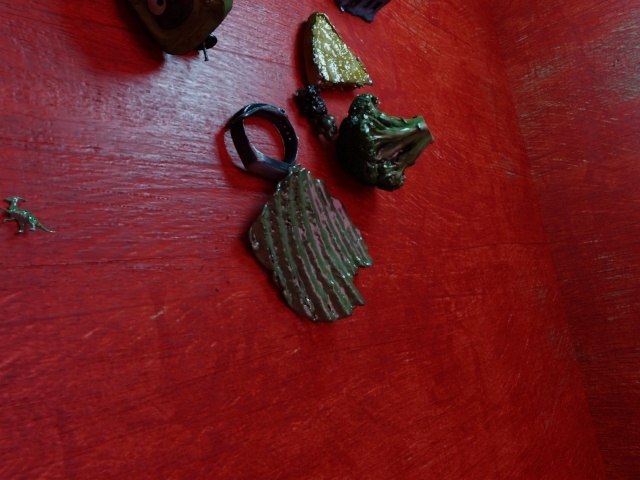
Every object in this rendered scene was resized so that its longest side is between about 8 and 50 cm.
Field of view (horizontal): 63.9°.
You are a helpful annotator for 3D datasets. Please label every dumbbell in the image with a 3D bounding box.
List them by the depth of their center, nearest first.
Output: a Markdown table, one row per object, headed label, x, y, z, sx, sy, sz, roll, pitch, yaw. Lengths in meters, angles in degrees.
| label | x | y | z | sx | sy | sz | roll | pitch | yaw |
| --- | --- | --- | --- | --- | --- | --- | --- | --- | --- |
| dumbbell | -0.278 | -0.485 | 1.188 | 0.069 | 0.069 | 0.147 | -9 | 85 | -50 |

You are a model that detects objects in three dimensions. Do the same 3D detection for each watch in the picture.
| label | x | y | z | sx | sy | sz | roll | pitch | yaw |
| --- | --- | --- | --- | --- | --- | --- | --- | --- | --- |
| watch | -0.139 | -0.252 | 1.270 | 0.206 | 0.068 | 0.192 | 12 | 65 | -50 |

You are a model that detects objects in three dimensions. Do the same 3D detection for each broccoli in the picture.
| label | x | y | z | sx | sy | sz | roll | pitch | yaw |
| --- | --- | --- | --- | --- | --- | --- | --- | --- | --- |
| broccoli | 0.181 | -0.289 | 1.504 | 0.307 | 0.275 | 0.307 | 59 | 17 | -29 |

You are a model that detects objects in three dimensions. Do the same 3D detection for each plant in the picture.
| label | x | y | z | sx | sy | sz | roll | pitch | yaw |
| --- | --- | --- | --- | --- | --- | --- | --- | --- | --- |
| plant | -0.008 | -0.360 | 1.453 | 0.085 | 0.087 | 0.174 | -37 | 102 | -18 |

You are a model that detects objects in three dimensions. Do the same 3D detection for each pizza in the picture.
| label | x | y | z | sx | sy | sz | roll | pitch | yaw |
| --- | --- | --- | --- | --- | --- | --- | --- | --- | --- |
| pizza | 0.036 | -0.573 | 1.575 | 0.288 | 0.074 | 0.251 | -12 | 87 | -51 |

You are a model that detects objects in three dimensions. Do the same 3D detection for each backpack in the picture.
| label | x | y | z | sx | sy | sz | roll | pitch | yaw |
| --- | --- | --- | --- | --- | --- | --- | --- | --- | --- |
| backpack | -0.314 | -0.531 | 1.066 | 0.253 | 0.207 | 0.140 | 52 | 21 | -10 |

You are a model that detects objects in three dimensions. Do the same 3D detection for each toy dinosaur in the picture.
| label | x | y | z | sx | sy | sz | roll | pitch | yaw |
| --- | --- | --- | --- | --- | --- | --- | --- | --- | --- |
| toy dinosaur | -0.479 | -0.040 | 0.840 | 0.083 | 0.021 | 0.062 | 11 | 56 | -45 |

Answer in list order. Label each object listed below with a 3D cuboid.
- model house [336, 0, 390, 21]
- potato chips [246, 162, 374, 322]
| label | x | y | z | sx | sy | sz | roll | pitch | yaw |
| --- | --- | --- | --- | --- | --- | --- | --- | --- | --- |
| model house | 0.196 | -0.930 | 1.723 | 0.237 | 0.303 | 0.215 | -12 | 79 | -49 |
| potato chips | -0.006 | -0.005 | 1.310 | 0.389 | 0.097 | 0.373 | 53 | 43 | -25 |
